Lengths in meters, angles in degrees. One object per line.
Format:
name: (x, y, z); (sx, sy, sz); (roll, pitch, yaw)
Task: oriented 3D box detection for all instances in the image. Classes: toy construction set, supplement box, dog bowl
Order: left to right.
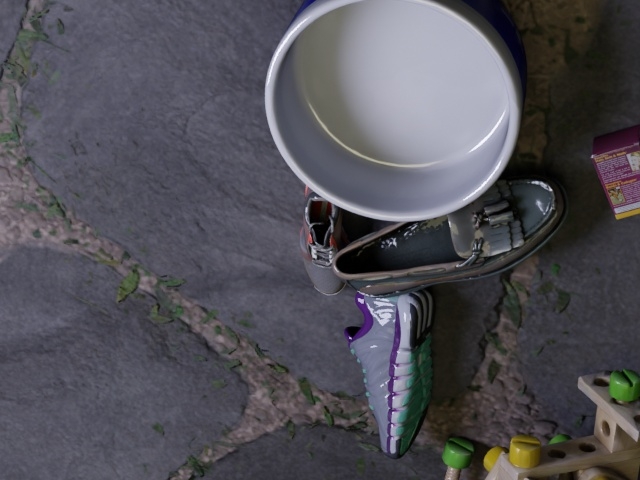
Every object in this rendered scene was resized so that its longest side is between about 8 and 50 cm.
dog bowl: (0.081, -0.158, 1.901); (0.265, 0.104, 0.265); (6, 122, 9)
toy construction set: (0.281, 0.275, 2.023); (0.257, 0.309, 0.237); (10, 118, -3)
supplement box: (0.326, -0.072, 1.935); (0.055, 0.043, 0.083); (-15, 118, 21)

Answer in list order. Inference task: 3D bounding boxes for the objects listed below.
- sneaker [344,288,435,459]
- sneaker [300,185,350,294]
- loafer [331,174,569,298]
sneaker: (0.074, 0.144, 2.117); (0.098, 0.083, 0.224); (17, 119, 24)
sneaker: (0.000, 0.000, 2.038); (0.061, 0.065, 0.158); (2, 121, 11)
loafer: (0.137, 0.000, 1.976); (0.267, 0.084, 0.096); (-22, 74, 24)
